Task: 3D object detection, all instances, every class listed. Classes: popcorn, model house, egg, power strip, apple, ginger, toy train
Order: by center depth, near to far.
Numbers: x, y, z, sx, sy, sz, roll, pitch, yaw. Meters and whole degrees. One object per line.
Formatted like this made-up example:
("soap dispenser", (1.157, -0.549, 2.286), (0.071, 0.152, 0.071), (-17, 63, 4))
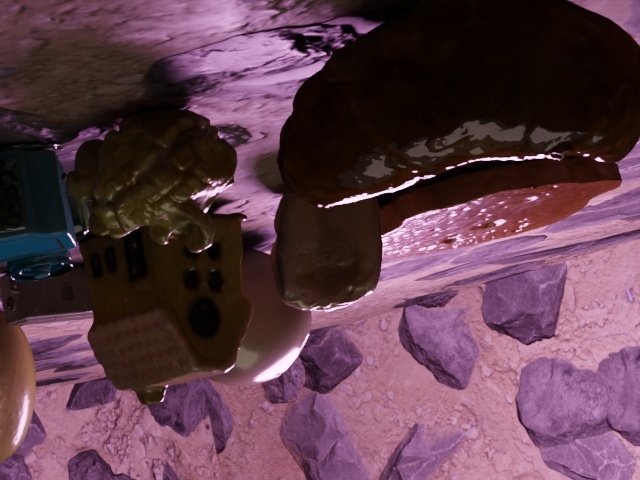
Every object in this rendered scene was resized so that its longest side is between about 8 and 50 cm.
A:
("ginger", (0.112, -0.128, 1.130), (0.321, 0.172, 0.165), (-8, -150, 9))
("popcorn", (-0.150, -0.064, 1.273), (0.141, 0.162, 0.136), (-35, 144, -36))
("toy train", (-0.330, -0.017, 1.321), (0.203, 0.112, 0.163), (-14, 166, -4))
("model house", (-0.193, 0.089, 1.787), (0.174, 0.234, 0.193), (-3, 170, -45))
("power strip", (-0.354, 0.077, 1.995), (0.052, 0.078, 0.272), (-17, 171, 39))
("egg", (-0.123, 0.120, 2.137), (0.219, 0.219, 0.269), (-14, -174, 9))
("apple", (-0.581, 0.230, 2.147), (0.279, 0.279, 0.279), (-12, 171, -2))

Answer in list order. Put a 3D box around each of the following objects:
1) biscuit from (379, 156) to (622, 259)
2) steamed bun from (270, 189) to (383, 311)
("biscuit", (0.234, -0.053, 2.043), (0.385, 0.062, 0.365), (-9, 168, -21))
("steamed bun", (0.000, 0.000, 1.806), (0.140, 0.172, 0.155), (1, -173, -12))
